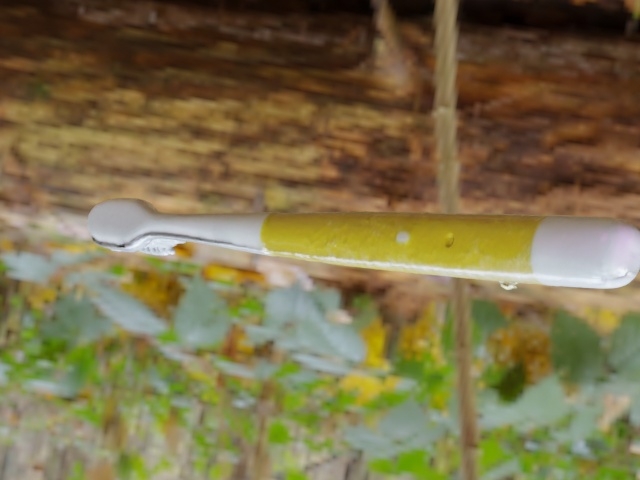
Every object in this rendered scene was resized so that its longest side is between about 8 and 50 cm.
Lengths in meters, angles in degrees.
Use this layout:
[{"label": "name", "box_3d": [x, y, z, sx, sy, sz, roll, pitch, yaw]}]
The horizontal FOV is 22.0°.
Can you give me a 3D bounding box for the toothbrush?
[{"label": "toothbrush", "box_3d": [0.000, 0.000, 0.539, 0.024, 0.021, 0.288, 17, 172, -35]}]
